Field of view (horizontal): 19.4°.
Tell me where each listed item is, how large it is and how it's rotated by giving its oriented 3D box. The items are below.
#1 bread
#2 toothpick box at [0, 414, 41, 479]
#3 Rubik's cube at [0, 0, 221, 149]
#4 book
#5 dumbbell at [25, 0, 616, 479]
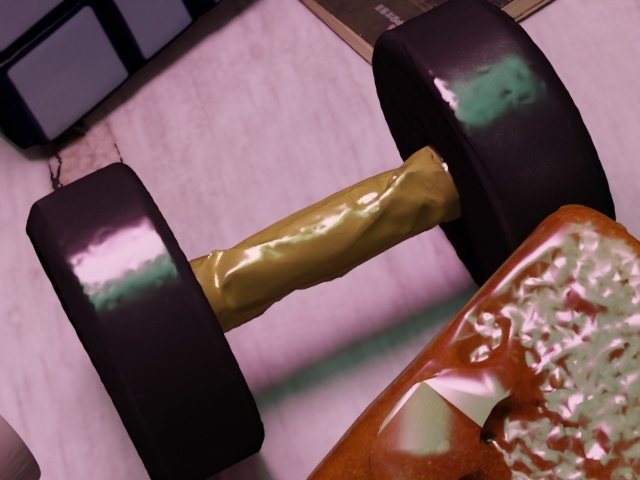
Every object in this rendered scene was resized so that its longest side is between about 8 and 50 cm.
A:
[{"bbox_3d":[0.131,0.116,1.036,0.184,0.110,0.234,40,85,22],"label":"bread"},{"bbox_3d":[-0.273,0.175,1.152,0.111,0.111,0.180,26,60,32],"label":"toothpick box"},{"bbox_3d":[-0.236,-0.290,1.416,0.293,0.283,0.288,-42,53,-11],"label":"Rubik's cube"},{"bbox_3d":[0.109,-0.217,1.438,0.228,0.024,0.160,-33,49,-13],"label":"book"},{"bbox_3d":[0.000,0.000,1.164,0.322,0.203,0.203,-27,49,-8],"label":"dumbbell"}]
